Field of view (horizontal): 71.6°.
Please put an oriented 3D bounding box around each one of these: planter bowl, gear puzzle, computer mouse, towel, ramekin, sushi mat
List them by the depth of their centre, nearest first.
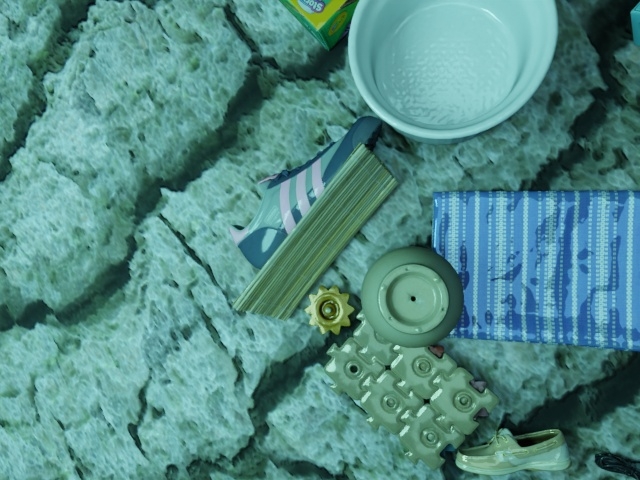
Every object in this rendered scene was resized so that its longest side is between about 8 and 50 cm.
[{"bbox_3d":[0.459,0.422,0.660,0.106,0.042,0.192,8,86,8],"label":"computer mouse"},{"bbox_3d":[0.137,0.084,0.661,0.162,0.109,0.161,-1,84,10],"label":"planter bowl"},{"bbox_3d":[0.189,-0.278,0.669,0.278,0.135,0.277,0,90,13],"label":"ramekin"},{"bbox_3d":[0.344,0.043,0.685,0.336,0.040,0.243,1,90,13],"label":"towel"},{"bbox_3d":[0.000,0.000,0.708,0.316,0.151,0.019,-51,56,9],"label":"sushi mat"},{"bbox_3d":[0.105,0.205,0.740,0.339,0.044,0.175,40,97,11],"label":"gear puzzle"}]

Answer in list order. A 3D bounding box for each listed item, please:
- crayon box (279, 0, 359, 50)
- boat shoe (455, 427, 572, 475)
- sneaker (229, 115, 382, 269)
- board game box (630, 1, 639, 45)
[{"bbox_3d":[-0.026,-0.483,0.743,0.165,0.081,0.278,-43,82,10],"label":"crayon box"},{"bbox_3d":[0.294,0.321,0.688,0.170,0.063,0.059,-6,86,3],"label":"boat shoe"},{"bbox_3d":[-0.031,-0.092,0.732,0.131,0.112,0.319,39,96,10],"label":"sneaker"},{"bbox_3d":[0.623,-0.371,0.542,0.336,0.079,0.254,-52,49,9],"label":"board game box"}]
